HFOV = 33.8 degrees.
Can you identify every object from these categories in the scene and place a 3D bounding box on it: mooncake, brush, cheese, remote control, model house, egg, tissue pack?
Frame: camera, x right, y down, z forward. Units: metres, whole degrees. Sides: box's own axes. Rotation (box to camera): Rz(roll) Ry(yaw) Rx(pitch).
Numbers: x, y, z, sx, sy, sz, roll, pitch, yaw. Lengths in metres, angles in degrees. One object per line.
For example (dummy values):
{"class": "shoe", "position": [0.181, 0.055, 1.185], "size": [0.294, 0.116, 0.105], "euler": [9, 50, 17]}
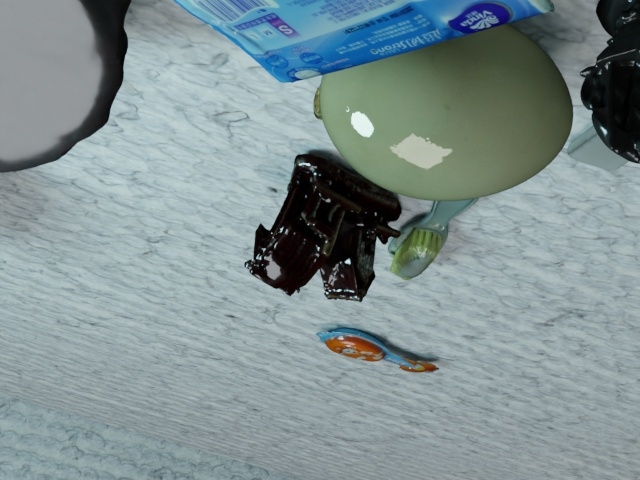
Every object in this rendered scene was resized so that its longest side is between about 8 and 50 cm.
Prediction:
{"class": "mooncake", "position": [-0.321, -0.207, 1.009], "size": [0.283, 0.141, 0.283], "euler": [-4, 135, -4]}
{"class": "brush", "position": [0.148, -0.002, 1.446], "size": [0.068, 0.060, 0.297], "euler": [16, 157, -6]}
{"class": "cheese", "position": [0.106, 0.213, 1.998], "size": [0.256, 0.037, 0.106], "euler": [22, 156, -24]}
{"class": "remote control", "position": [0.346, -0.135, 1.092], "size": [0.067, 0.029, 0.261], "euler": [15, 159, -11]}
{"class": "model house", "position": [0.010, 0.001, 1.387], "size": [0.203, 0.164, 0.141], "euler": [23, 160, -31]}
{"class": "egg", "position": [0.119, -0.129, 1.001], "size": [0.242, 0.185, 0.186], "euler": [9, 158, -11]}
{"class": "tissue pack", "position": [0.022, -0.244, 0.822], "size": [0.264, 0.146, 0.198], "euler": [-10, 151, 39]}

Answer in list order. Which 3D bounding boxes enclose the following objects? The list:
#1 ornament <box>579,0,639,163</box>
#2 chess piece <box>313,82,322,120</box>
{"class": "ornament", "position": [0.340, -0.107, 0.867], "size": [0.251, 0.260, 0.106], "euler": [10, 152, 6]}
{"class": "chess piece", "position": [0.078, -0.134, 1.179], "size": [0.172, 0.060, 0.060], "euler": [20, 156, -25]}
